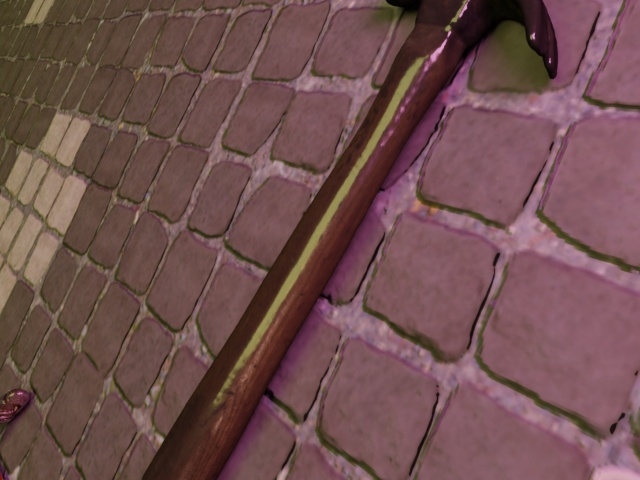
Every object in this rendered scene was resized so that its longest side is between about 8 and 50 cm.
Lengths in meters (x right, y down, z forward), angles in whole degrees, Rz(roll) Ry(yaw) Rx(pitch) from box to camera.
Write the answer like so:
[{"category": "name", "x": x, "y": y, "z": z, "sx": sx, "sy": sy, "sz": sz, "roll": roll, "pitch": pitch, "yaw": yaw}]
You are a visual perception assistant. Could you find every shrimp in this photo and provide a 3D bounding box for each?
[{"category": "shrimp", "x": -0.372, "y": 0.198, "z": 0.627, "sx": 0.092, "sy": 0.029, "sz": 0.038, "roll": -39, "pitch": 30, "yaw": 1}]

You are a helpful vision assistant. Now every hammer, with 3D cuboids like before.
[{"category": "hammer", "x": 0.000, "y": 0.000, "z": 0.379, "sx": 0.168, "sy": 0.044, "sz": 0.440, "roll": 37, "pitch": 97, "yaw": 46}]

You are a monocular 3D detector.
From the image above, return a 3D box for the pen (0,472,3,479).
[{"category": "pen", "x": -0.402, "y": 0.249, "z": 0.637, "sx": 0.239, "sy": 0.028, "sz": 0.028, "roll": 22, "pitch": 86, "yaw": 46}]
